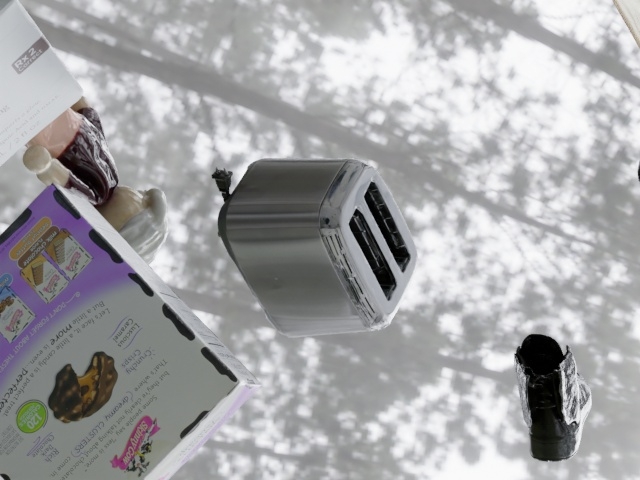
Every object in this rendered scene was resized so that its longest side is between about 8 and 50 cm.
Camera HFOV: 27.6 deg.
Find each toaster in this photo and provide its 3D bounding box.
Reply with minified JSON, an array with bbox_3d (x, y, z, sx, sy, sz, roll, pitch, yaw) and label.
[{"bbox_3d":[0.000,0.000,1.334,0.146,0.227,0.129,-2,-138,33],"label":"toaster"}]

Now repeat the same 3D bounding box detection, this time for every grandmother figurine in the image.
[{"bbox_3d":[-0.278,-0.108,1.381,0.104,0.342,0.208,-24,-152,25],"label":"grandmother figurine"}]

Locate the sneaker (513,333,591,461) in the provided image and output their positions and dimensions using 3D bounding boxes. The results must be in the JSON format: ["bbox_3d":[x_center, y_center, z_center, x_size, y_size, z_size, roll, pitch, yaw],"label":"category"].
[{"bbox_3d":[0.179,0.107,1.008,0.051,0.170,0.089,-6,-72,15],"label":"sneaker"}]

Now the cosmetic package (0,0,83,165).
[{"bbox_3d":[-0.332,-0.164,1.137,0.151,0.183,0.151,-43,-109,-7],"label":"cosmetic package"}]

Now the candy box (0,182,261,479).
[{"bbox_3d":[-0.169,0.089,0.908,0.165,0.070,0.196,-45,-102,2],"label":"candy box"}]

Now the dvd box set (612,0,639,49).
[{"bbox_3d":[0.176,-0.185,0.302,0.308,0.420,0.062,-23,-117,20],"label":"dvd box set"}]

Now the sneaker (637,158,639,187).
[{"bbox_3d":[0.296,-0.086,0.999,0.130,0.286,0.109,26,-61,28],"label":"sneaker"}]
